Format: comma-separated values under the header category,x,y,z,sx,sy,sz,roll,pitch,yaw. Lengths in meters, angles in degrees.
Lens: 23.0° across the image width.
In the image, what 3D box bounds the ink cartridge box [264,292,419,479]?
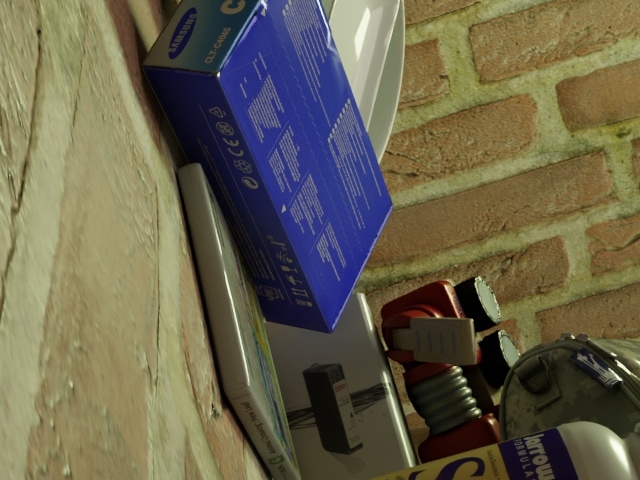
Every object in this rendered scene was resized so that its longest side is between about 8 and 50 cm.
category,x,y,z,sx,sy,sz,roll,pitch,yaw
ink cartridge box,0.037,0.219,1.564,0.197,0.114,0.272,68,6,-59

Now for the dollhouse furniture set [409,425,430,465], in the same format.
category,x,y,z,sx,sy,sz,roll,pitch,yaw
dollhouse furniture set,0.162,0.364,1.733,0.174,0.356,0.303,52,42,-26

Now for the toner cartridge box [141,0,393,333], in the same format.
category,x,y,z,sx,sy,sz,roll,pitch,yaw
toner cartridge box,-0.035,-0.086,1.386,0.165,0.075,0.348,-64,149,-32

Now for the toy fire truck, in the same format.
category,x,y,z,sx,sy,sz,roll,pitch,yaw
toy fire truck,0.135,0.145,1.547,0.246,0.158,0.217,-7,73,-67

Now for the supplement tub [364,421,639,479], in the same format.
category,x,y,z,sx,sy,sz,roll,pitch,yaw
supplement tub,0.154,0.283,1.255,0.241,0.331,0.241,-16,90,-87

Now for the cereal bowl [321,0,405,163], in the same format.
category,x,y,z,sx,sy,sz,roll,pitch,yaw
cereal bowl,-0.036,-0.200,1.670,0.339,0.141,0.339,-23,116,-62

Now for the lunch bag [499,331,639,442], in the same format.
category,x,y,z,sx,sy,sz,roll,pitch,yaw
lunch bag,0.312,0.215,1.514,0.305,0.212,0.256,5,56,-57

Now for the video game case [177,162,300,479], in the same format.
category,x,y,z,sx,sy,sz,roll,pitch,yaw
video game case,-0.067,0.073,1.287,0.193,0.023,0.212,69,4,-58

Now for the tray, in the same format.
category,x,y,z,sx,sy,sz,roll,pitch,yaw
tray,0.016,-0.161,1.593,0.145,0.030,0.270,43,57,-60
